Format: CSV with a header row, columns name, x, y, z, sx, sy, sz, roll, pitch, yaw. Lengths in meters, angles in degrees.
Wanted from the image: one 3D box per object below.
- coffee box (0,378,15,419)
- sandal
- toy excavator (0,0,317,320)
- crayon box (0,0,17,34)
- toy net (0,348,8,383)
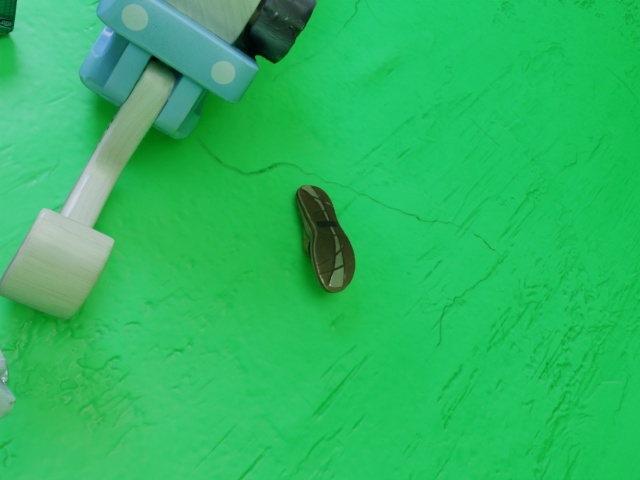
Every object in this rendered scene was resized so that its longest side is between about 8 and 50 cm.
name,x,y,z,sx,sy,sz,roll,pitch,yaw
coffee box,-0.463,0.046,0.331,0.337,0.334,0.338,-44,132,-25
sandal,0.000,0.000,0.875,0.072,0.049,0.180,3,54,-33
toy excavator,-0.212,-0.175,0.737,0.222,0.445,0.433,27,21,-25
crayon box,-0.518,-0.303,0.676,0.278,0.081,0.165,-28,82,-39
toy net,-0.425,0.087,0.607,0.232,0.045,0.122,44,56,-6
